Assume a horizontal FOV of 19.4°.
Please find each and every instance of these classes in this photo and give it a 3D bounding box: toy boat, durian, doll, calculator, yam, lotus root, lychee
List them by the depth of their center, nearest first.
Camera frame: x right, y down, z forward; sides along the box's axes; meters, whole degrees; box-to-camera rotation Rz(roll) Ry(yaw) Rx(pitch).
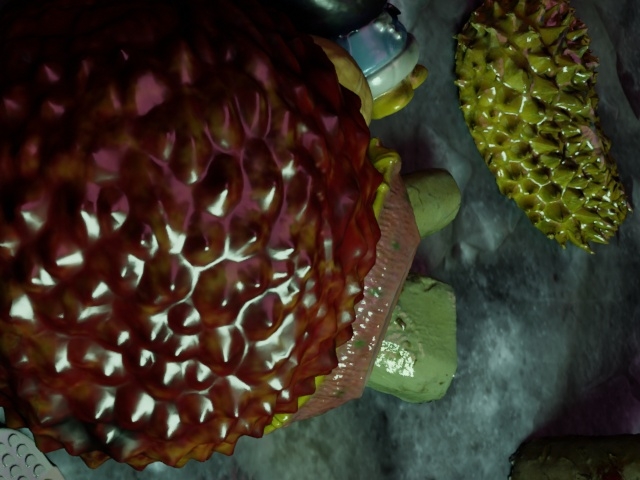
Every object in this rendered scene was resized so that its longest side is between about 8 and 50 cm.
[{"bbox_3d":[-0.162,-0.048,1.595,0.424,0.424,0.500,-21,104,-40],"label":"lychee"},{"bbox_3d":[-0.269,0.247,1.696,0.103,0.024,0.166,-34,99,-39],"label":"calculator"},{"bbox_3d":[0.030,0.058,1.865,0.099,0.141,0.318,24,90,6],"label":"toy boat"},{"bbox_3d":[0.000,0.000,1.932,0.371,0.083,0.083,-20,93,-40],"label":"yam"},{"bbox_3d":[0.010,-0.280,1.965,0.314,0.141,0.177,57,40,-21],"label":"doll"},{"bbox_3d":[0.082,0.099,1.978,0.144,0.070,0.143,4,77,-37],"label":"lotus root"},{"bbox_3d":[0.348,0.268,2.031,0.131,0.279,0.131,8,79,-46],"label":"yam"},{"bbox_3d":[0.264,-0.145,2.153,0.191,0.112,0.341,-17,93,-42],"label":"durian"}]

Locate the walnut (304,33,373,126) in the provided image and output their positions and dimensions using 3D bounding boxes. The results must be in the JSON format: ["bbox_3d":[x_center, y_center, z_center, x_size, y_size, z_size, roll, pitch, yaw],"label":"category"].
[{"bbox_3d":[-0.040,-0.116,1.873,0.165,0.165,0.197,42,67,-24],"label":"walnut"}]
